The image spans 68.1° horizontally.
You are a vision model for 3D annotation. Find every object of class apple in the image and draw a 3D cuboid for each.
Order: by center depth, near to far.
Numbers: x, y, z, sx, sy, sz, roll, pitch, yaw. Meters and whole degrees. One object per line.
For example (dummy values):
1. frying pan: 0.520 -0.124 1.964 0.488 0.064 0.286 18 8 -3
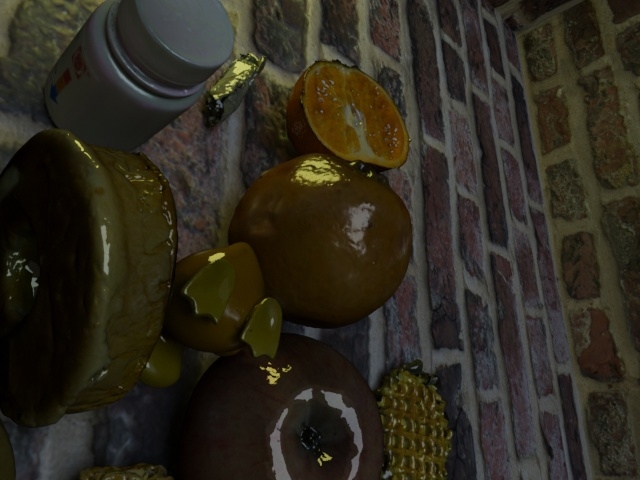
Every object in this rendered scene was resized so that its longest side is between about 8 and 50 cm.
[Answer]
1. apple: -0.050 0.309 0.731 0.345 0.270 0.344 17 65 -41

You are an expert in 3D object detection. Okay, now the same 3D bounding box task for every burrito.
1. burrito: -0.179 -0.315 0.972 0.063 0.058 0.229 47 50 -31

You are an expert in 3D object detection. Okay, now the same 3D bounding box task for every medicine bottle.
1. medicine bottle: -0.264 -0.245 0.679 0.170 0.293 0.169 16 67 -42

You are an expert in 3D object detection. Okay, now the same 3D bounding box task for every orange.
1. orange: 0.070 -0.267 1.077 0.311 0.274 0.273 -15 87 -14

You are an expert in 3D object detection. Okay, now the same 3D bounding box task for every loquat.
1. loquat: 0.000 0.000 0.851 0.329 0.329 0.327 18 64 -42

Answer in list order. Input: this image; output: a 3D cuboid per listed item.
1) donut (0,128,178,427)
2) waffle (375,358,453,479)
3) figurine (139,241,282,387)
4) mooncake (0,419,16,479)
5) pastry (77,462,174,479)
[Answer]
1. donut: -0.289 0.039 0.564 0.160 0.330 0.329 6 72 -57
2. waffle: 0.217 0.445 1.119 0.329 0.062 0.328 19 61 -41
3. figurine: -0.177 0.094 0.681 0.215 0.228 0.215 47 26 -31
4. mooncake: -0.433 0.240 0.469 0.235 0.117 0.234 20 61 -39
5. pastry: -0.266 0.415 0.590 0.154 0.103 0.249 18 64 -41
